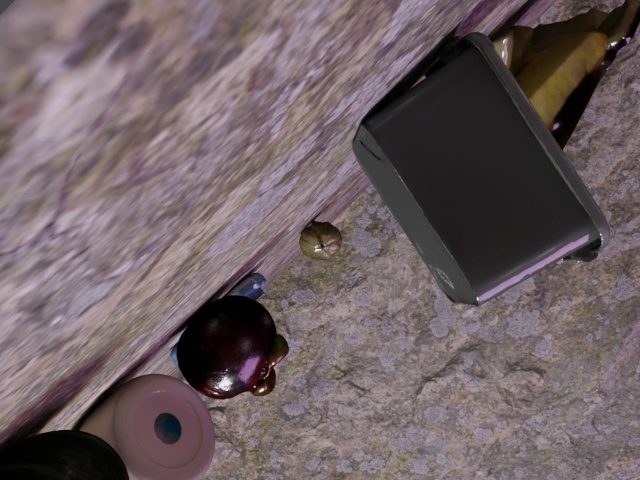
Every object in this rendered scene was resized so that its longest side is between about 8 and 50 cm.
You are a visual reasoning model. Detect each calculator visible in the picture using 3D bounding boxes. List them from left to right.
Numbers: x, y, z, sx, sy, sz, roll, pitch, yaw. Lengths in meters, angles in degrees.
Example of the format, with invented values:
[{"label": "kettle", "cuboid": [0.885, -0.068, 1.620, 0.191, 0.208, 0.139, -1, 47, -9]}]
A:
[{"label": "calculator", "cuboid": [-0.169, 0.133, 1.070, 0.210, 0.039, 0.121, -44, 177, 11]}]

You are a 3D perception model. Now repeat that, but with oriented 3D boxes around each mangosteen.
[{"label": "mangosteen", "cuboid": [-0.117, 0.152, 0.883, 0.152, 0.152, 0.152, -44, 179, -1]}]

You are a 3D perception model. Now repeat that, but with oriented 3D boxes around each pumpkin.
[{"label": "pumpkin", "cuboid": [-0.216, 0.224, 0.484, 0.167, 0.125, 0.167, -52, 173, -9]}]

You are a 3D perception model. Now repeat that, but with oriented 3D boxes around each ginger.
[{"label": "ginger", "cuboid": [0.353, -0.296, 1.146, 0.358, 0.211, 0.413, -58, -176, 16]}]

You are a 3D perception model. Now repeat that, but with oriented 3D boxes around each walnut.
[{"label": "walnut", "cuboid": [0.000, 0.000, 1.266, 0.092, 0.092, 0.092, -44, 179, -1]}]

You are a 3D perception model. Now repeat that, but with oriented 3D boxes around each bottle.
[{"label": "bottle", "cuboid": [-0.258, 0.278, 0.819, 0.237, 0.147, 0.147, -36, -176, 32]}]

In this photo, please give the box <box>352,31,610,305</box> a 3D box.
[{"label": "box", "cuboid": [0.140, -0.055, 0.624, 0.135, 0.243, 0.163, -32, 179, -3]}]
